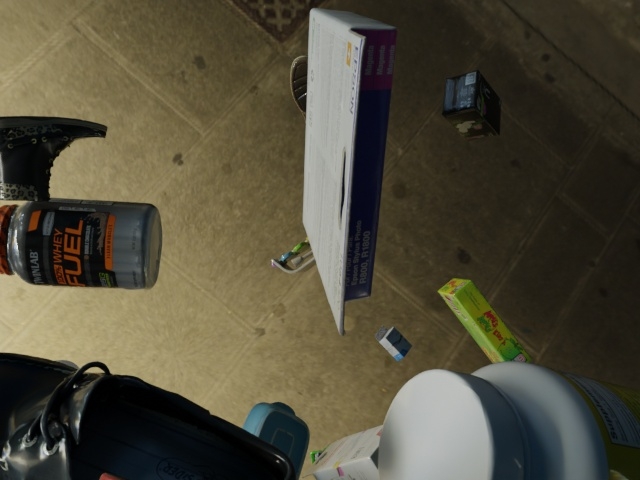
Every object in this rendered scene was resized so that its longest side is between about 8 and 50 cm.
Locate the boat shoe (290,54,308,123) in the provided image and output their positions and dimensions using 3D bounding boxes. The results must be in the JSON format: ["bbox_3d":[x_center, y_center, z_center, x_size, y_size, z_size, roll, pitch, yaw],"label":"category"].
[{"bbox_3d":[-0.014,-0.290,1.217,0.068,0.190,0.072,-2,43,14],"label":"boat shoe"}]

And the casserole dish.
[{"bbox_3d":[-0.074,0.331,0.908,0.114,0.037,0.188,34,55,-19],"label":"casserole dish"}]

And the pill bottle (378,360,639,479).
[{"bbox_3d":[0.229,0.220,0.574,0.334,0.188,0.187,17,75,-27],"label":"pill bottle"}]

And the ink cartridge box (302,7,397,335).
[{"bbox_3d":[0.034,-0.105,0.754,0.072,0.330,0.323,-2,115,-10],"label":"ink cartridge box"}]

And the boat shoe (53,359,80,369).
[{"bbox_3d":[-0.388,0.227,0.660,0.277,0.096,0.098,-33,85,-17],"label":"boat shoe"}]

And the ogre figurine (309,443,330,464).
[{"bbox_3d":[0.028,0.606,1.600,0.097,0.197,0.118,-27,74,28],"label":"ogre figurine"}]

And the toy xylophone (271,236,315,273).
[{"bbox_3d":[0.000,0.000,1.818,0.323,0.236,0.081,-36,82,-3],"label":"toy xylophone"}]

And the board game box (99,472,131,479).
[{"bbox_3d":[-0.061,0.241,0.360,0.027,0.281,0.145,9,65,32],"label":"board game box"}]

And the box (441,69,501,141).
[{"bbox_3d":[0.215,-0.188,0.856,0.083,0.052,0.062,31,62,-46],"label":"box"}]

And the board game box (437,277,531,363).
[{"bbox_3d":[0.298,0.154,1.112,0.043,0.092,0.181,-38,93,-6],"label":"board game box"}]

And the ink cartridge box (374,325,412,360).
[{"bbox_3d":[0.178,0.246,1.483,0.083,0.028,0.048,46,47,1],"label":"ink cartridge box"}]

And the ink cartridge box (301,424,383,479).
[{"bbox_3d":[0.068,0.407,1.110,0.115,0.198,0.067,-32,89,-49],"label":"ink cartridge box"}]

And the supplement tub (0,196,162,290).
[{"bbox_3d":[-0.545,0.007,1.382,0.338,0.207,0.207,2,79,-5],"label":"supplement tub"}]

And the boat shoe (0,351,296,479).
[{"bbox_3d":[-0.173,0.158,0.493,0.340,0.113,0.127,27,39,2],"label":"boat shoe"}]

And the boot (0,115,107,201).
[{"bbox_3d":[-0.581,-0.176,1.307,0.237,0.085,0.178,-5,100,-35],"label":"boot"}]
